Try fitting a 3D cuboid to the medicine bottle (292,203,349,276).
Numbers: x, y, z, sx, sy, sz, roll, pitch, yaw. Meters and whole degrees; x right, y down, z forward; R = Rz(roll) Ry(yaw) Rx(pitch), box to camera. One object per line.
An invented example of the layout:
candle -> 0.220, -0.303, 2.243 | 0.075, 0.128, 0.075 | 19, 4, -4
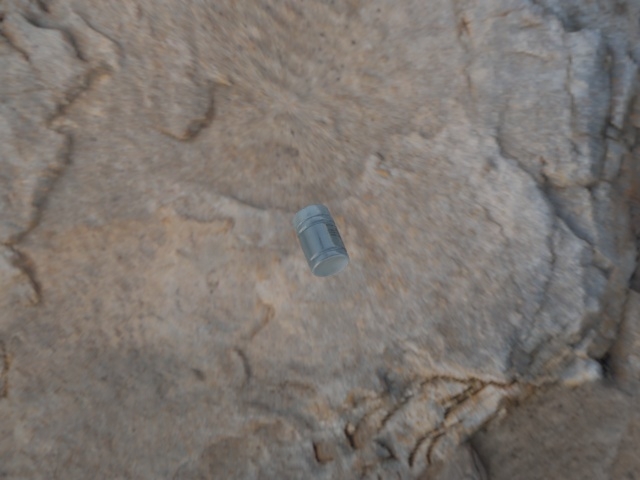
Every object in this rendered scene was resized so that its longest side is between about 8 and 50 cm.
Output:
medicine bottle -> 0.000, 0.000, 1.514 | 0.058, 0.058, 0.091 | -23, 62, 1
